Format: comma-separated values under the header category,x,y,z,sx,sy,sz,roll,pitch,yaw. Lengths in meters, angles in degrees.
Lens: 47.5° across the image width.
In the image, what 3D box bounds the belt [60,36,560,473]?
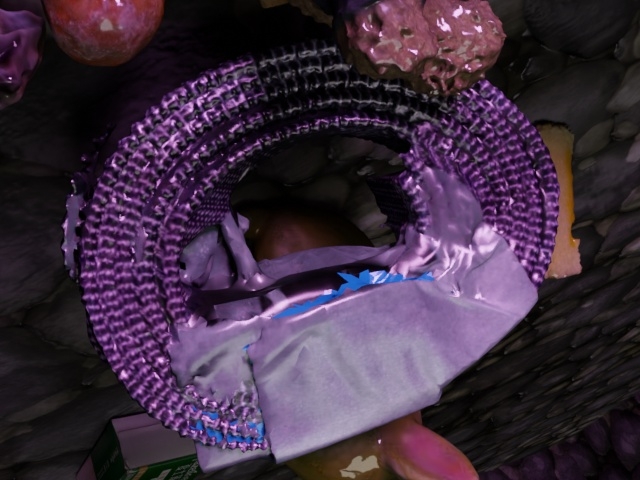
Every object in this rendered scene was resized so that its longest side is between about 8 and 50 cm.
category,x,y,z,sx,sy,sz,roll,pitch,yaw
belt,0.000,0.000,0.498,0.324,0.260,0.122,-16,-174,-13

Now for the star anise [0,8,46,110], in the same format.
category,x,y,z,sx,sy,sz,roll,pitch,yaw
star anise,-0.247,-0.076,0.334,0.223,0.109,0.236,-16,153,-9

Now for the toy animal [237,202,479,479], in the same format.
category,x,y,z,sx,sy,sz,roll,pitch,yaw
toy animal,0.002,0.132,0.641,0.180,0.363,0.181,7,137,-24

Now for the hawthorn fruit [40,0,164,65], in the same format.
category,x,y,z,sx,sy,sz,roll,pitch,yaw
hawthorn fruit,-0.125,-0.125,0.406,0.066,0.067,0.103,-7,173,-30

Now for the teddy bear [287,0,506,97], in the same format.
category,x,y,z,sx,sy,sz,roll,pitch,yaw
teddy bear,0.032,-0.156,0.353,0.129,0.182,0.251,-5,169,8

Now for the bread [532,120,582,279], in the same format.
category,x,y,z,sx,sy,sz,roll,pitch,yaw
bread,0.194,-0.051,0.782,0.140,0.169,0.160,-7,106,-32

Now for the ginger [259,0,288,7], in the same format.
category,x,y,z,sx,sy,sz,roll,pitch,yaw
ginger,-0.035,-0.170,0.408,0.057,0.044,0.137,-19,155,27

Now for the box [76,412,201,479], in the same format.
category,x,y,z,sx,sy,sz,roll,pitch,yaw
box,-0.245,0.311,1.014,0.135,0.081,0.199,-3,147,-36
